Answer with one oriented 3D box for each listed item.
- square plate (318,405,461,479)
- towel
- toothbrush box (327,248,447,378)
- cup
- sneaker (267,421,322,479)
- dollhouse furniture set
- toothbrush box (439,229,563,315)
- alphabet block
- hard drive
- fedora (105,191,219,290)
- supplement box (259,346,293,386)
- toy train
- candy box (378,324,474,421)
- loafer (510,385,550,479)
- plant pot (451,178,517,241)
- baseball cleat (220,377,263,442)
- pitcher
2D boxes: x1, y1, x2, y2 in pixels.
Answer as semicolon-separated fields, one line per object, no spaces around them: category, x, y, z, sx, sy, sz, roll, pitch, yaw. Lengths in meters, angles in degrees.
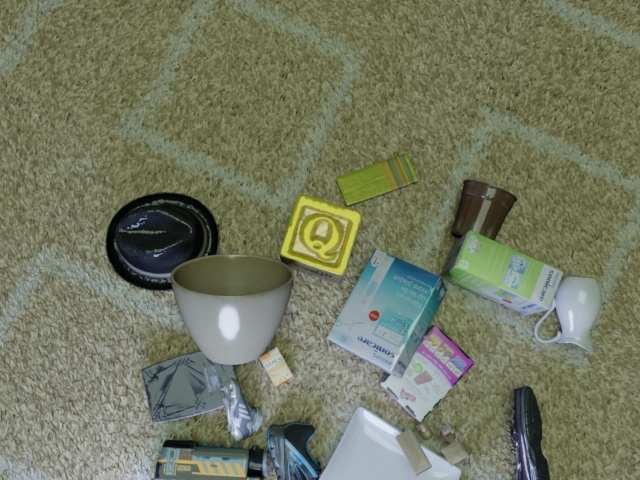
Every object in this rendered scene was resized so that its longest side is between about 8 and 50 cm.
square plate;0.168;0.691;1.818;0.344;0.049;0.347;32;63;4
towel;0.174;-0.186;2.042;0.237;0.021;0.102;-20;75;-4
toothbrush box;0.190;0.206;1.876;0.216;0.126;0.295;25;80;27
cup;-0.239;0.199;1.828;0.331;0.331;0.237;1;107;-2
sneaker;-0.057;0.670;1.814;0.140;0.125;0.341;-8;81;-8
dollhouse furniture set;0.314;0.586;1.855;0.151;0.123;0.144;-29;61;-3
toothbrush box;0.509;0.098;1.901;0.283;0.206;0.122;23;79;2
alphabet block;0.000;0.000;1.908;0.193;0.197;0.192;16;78;2
hard drive;-0.364;0.409;1.889;0.255;0.054;0.172;-14;80;-6
fedora;-0.466;-0.009;1.918;0.334;0.152;0.334;0;79;-2
supplement box;-0.127;0.365;1.914;0.062;0.036;0.098;-30;81;-8
toy train;-0.298;0.647;1.810;0.334;0.142;0.190;4;70;-1
candy box;0.303;0.380;1.907;0.159;0.071;0.233;44;80;7
loafer;0.568;0.565;1.869;0.095;0.109;0.302;-16;75;40
plant pot;0.473;-0.074;1.965;0.167;0.167;0.165;22;88;2
baseball cleat;-0.216;0.462;1.848;0.109;0.072;0.206;-12;119;-30
pitcher;0.722;0.207;1.939;0.178;0.125;0.207;5;90;15
